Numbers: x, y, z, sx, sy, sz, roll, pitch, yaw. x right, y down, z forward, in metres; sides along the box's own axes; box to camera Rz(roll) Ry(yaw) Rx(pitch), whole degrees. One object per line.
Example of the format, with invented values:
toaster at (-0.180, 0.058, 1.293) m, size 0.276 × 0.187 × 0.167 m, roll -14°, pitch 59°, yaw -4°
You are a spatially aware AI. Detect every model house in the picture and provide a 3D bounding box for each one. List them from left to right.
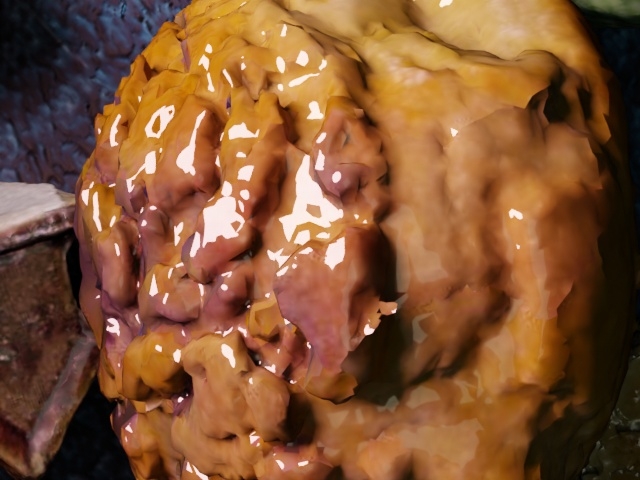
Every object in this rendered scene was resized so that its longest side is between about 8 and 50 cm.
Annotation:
model house at (-0.192, 0.051, 0.694) m, size 0.106 × 0.165 × 0.152 m, roll -20°, pitch 108°, yaw -33°

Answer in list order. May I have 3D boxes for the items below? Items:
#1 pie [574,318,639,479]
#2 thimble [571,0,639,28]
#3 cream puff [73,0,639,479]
pie at (0.299, 0.140, 0.791) m, size 0.274 × 0.055 × 0.274 m, roll 0°, pitch 96°, yaw -1°
thimble at (0.168, -0.218, 0.673) m, size 0.219 × 0.150 × 0.218 m, roll -1°, pitch 98°, yaw -5°
cream puff at (0.000, 0.000, 0.594) m, size 0.231 × 0.327 × 0.342 m, roll -4°, pitch 79°, yaw -9°
